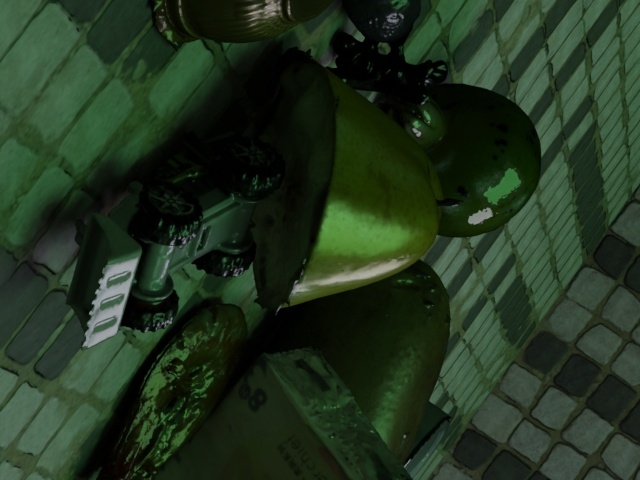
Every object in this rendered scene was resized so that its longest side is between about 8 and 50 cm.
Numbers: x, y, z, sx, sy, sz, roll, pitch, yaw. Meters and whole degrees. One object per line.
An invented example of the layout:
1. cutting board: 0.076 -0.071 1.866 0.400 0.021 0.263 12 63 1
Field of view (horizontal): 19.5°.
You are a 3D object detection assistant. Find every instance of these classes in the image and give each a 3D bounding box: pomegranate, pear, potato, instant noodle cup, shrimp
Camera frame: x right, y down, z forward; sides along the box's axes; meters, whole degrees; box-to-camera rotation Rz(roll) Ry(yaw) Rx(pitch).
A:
1. pomegranate: 0.151 -0.106 2.193 0.202 0.202 0.248 -54 133 -5
2. pear: 0.034 -0.041 1.786 0.267 0.178 0.266 -169 -90 -70
3. potato: 0.034 0.180 2.316 0.359 0.219 0.270 -61 179 -2
4. instant noodle cup: -0.021 -0.257 1.546 0.274 0.091 0.274 -48 161 -22
5. shrimp: -0.176 0.190 2.037 0.294 0.062 0.154 -58 155 -14

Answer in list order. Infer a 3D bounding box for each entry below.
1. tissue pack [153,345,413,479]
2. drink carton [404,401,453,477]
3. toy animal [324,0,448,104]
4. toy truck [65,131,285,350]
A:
1. tissue pack: -0.067 0.314 2.130 0.125 0.242 0.343 -4 142 -52
2. drink carton: 0.063 0.260 2.622 0.191 0.190 0.185 -38 162 -44
3. toy animal: 0.074 -0.240 1.849 0.210 0.121 0.117 93 16 -50
4. toy truck: -0.137 -0.012 1.661 0.286 0.111 0.136 -33 150 -49
